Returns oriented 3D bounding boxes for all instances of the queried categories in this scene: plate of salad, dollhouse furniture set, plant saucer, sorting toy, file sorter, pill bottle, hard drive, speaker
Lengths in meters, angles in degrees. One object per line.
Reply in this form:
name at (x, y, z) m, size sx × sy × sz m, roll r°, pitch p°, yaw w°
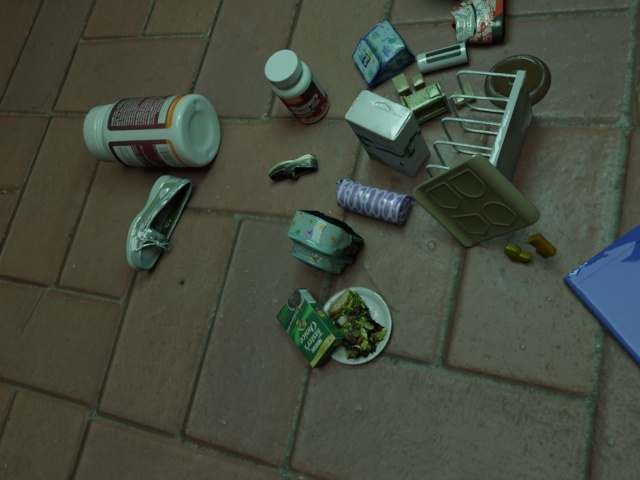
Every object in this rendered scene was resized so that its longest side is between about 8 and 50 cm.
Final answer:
plate of salad at (0.082, 0.213, 1.447) m, size 0.200 × 0.048 × 0.200 m, roll -8°, pitch 68°, yaw 20°
dollhouse furniture set at (0.301, -0.427, 1.552) m, size 0.182 × 0.101 × 0.161 m, roll -24°, pitch 64°, yaw 14°
plant saucer at (0.516, -0.423, 1.500) m, size 0.168 × 0.029 × 0.168 m, roll -8°, pitch 70°, yaw 21°
sorting toy at (0.388, -0.058, 1.322) m, size 0.041 × 0.307 × 0.229 m, roll -56°, pitch 13°, yaw -31°
file sorter at (0.391, -0.249, 1.400) m, size 0.173 × 0.193 × 0.277 m, roll 14°, pitch 77°, yaw 29°
pill bottle at (-0.067, -0.442, 1.647) m, size 0.121 × 0.221 × 0.121 m, roll -8°, pitch 69°, yaw 21°
hard drive at (0.710, 0.144, 1.205) m, size 0.210 × 0.040 × 0.318 m, roll -37°, pitch 61°, yaw 7°
pill bottle at (-0.539, -0.344, 1.814) m, size 0.392 × 0.224 × 0.224 m, roll 4°, pitch 73°, yaw 24°
speaker at (0.340, -0.509, 1.592) m, size 0.136 × 0.055 × 0.055 m, roll -8°, pitch 69°, yaw 21°

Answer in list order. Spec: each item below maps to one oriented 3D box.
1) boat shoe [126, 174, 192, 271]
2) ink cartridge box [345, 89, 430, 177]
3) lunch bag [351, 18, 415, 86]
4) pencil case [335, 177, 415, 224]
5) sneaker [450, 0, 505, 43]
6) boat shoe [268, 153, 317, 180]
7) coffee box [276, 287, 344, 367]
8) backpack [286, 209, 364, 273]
boat shoe at (-0.494, -0.053, 1.754) m, size 0.103 × 0.118 × 0.320 m, roll 10°, pitch 69°, yaw 30°
ink cartridge box at (0.177, -0.274, 1.482) m, size 0.160 × 0.219 × 0.092 m, roll 31°, pitch 85°, yaw 29°
lunch bag at (0.174, -0.540, 1.658) m, size 0.151 × 0.096 × 0.129 m, roll -37°, pitch 63°, yaw 23°
pencil case at (0.140, -0.106, 1.520) m, size 0.206 × 0.086 × 0.088 m, roll 21°, pitch 53°, yaw 27°
sneaker at (0.438, -0.672, 1.588) m, size 0.145 × 0.090 × 0.270 m, roll 0°, pitch 74°, yaw 21°
boat shoe at (-0.081, -0.205, 1.663) m, size 0.152 × 0.056 × 0.049 m, roll -21°, pitch 59°, yaw 15°
coffee box at (-0.029, 0.223, 1.471) m, size 0.184 × 0.040 × 0.113 m, roll 51°, pitch 117°, yaw 31°
backpack at (0.000, 0.000, 1.478) m, size 0.166 × 0.188 × 0.144 m, roll 25°, pitch 83°, yaw 28°
